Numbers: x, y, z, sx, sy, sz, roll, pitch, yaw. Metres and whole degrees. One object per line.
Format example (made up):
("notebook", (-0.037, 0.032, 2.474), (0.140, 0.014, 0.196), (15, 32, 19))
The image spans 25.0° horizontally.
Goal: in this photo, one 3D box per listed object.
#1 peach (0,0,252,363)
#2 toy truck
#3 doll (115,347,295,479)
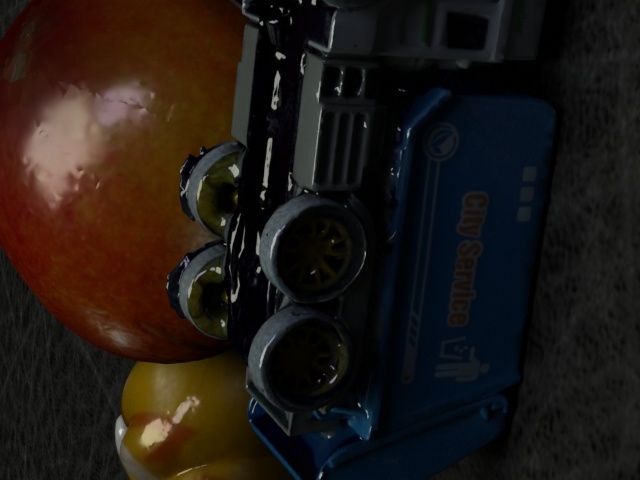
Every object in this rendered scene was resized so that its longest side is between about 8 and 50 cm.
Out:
("peach", (-0.114, -0.055, 0.972), (0.274, 0.245, 0.248), (-60, 13, 14))
("toy truck", (0.023, -0.035, 0.806), (0.146, 0.175, 0.367), (-143, 55, -59))
("doll", (-0.073, 0.187, 1.055), (0.166, 0.162, 0.269), (79, 180, -79))
